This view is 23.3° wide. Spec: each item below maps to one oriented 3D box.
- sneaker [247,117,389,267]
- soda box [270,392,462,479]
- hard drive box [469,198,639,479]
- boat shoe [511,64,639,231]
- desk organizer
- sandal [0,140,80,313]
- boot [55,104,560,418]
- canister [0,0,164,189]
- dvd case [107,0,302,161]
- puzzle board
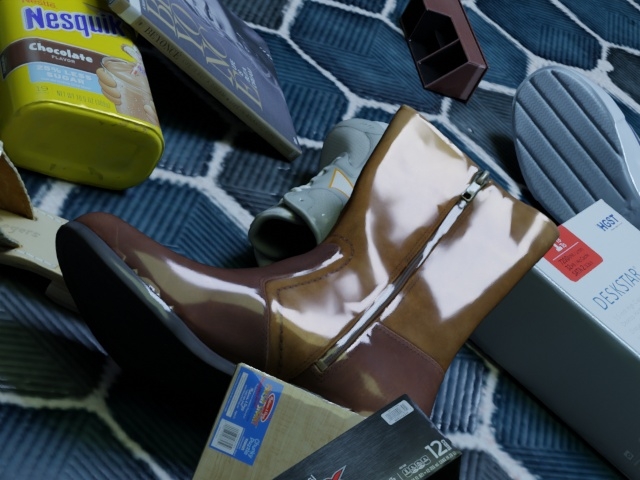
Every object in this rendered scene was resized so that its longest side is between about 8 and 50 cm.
[{"bbox_3d":[0.006,-0.020,1.162,0.121,0.099,0.262,17,33,-15],"label":"sneaker"},{"bbox_3d":[-0.002,0.159,0.865,0.169,0.060,0.053,-30,56,-22],"label":"soda box"},{"bbox_3d":[0.256,0.092,1.231,0.232,0.089,0.181,41,32,13],"label":"hard drive box"},{"bbox_3d":[0.276,-0.031,1.427,0.094,0.109,0.302,16,41,-53],"label":"boat shoe"},{"bbox_3d":[0.122,-0.198,1.553,0.050,0.047,0.130,15,36,-23],"label":"desk organizer"},{"bbox_3d":[-0.207,-0.028,0.996,0.240,0.079,0.088,23,33,-14],"label":"sandal"},{"bbox_3d":[0.000,0.000,1.017,0.264,0.096,0.280,35,58,3],"label":"boot"},{"bbox_3d":[-0.187,-0.122,1.151,0.126,0.073,0.170,13,38,-30],"label":"canister"},{"bbox_3d":[-0.102,-0.176,1.270,0.221,0.018,0.164,39,23,-39],"label":"dvd case"},{"bbox_3d":[-0.029,0.148,0.905,0.096,0.011,0.128,25,72,-12],"label":"puzzle board"}]
